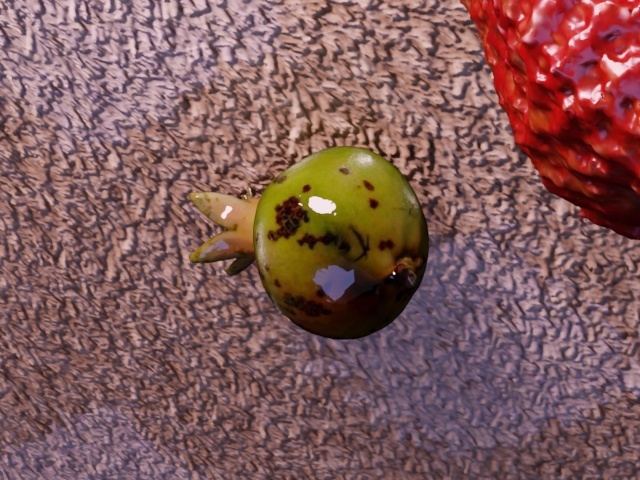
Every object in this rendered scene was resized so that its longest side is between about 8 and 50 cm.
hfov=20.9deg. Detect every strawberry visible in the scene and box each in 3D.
[{"bbox_3d":[0.202,-0.156,1.100,0.351,0.267,0.312,45,141,2],"label":"strawberry"}]

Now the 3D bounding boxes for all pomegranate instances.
[{"bbox_3d":[-0.012,0.006,1.402,0.220,0.156,0.156,-6,135,25],"label":"pomegranate"}]
